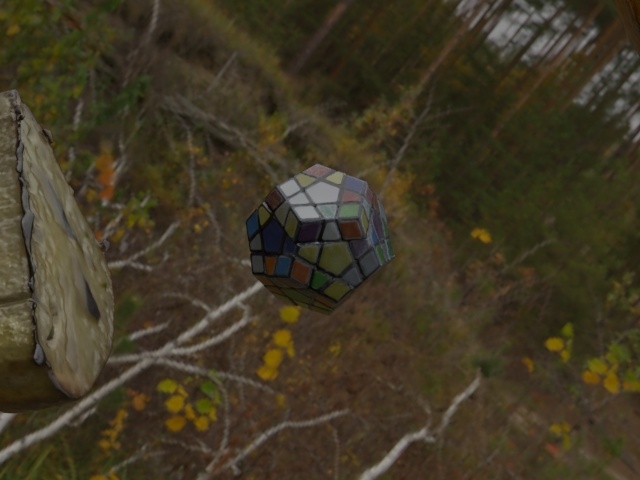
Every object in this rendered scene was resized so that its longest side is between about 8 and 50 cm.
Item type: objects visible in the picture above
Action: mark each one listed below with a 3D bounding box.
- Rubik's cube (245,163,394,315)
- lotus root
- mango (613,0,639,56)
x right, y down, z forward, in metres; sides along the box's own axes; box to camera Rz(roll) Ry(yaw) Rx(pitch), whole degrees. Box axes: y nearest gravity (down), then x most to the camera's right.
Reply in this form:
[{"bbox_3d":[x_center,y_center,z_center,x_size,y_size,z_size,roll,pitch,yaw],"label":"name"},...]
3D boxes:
[{"bbox_3d":[0.000,0.000,0.695,0.111,0.093,0.111,2,40,-2],"label":"Rubik's cube"},{"bbox_3d":[-0.237,0.022,0.800,0.170,0.074,0.260,56,20,-54],"label":"lotus root"},{"bbox_3d":[0.257,-0.053,0.371,0.359,0.187,0.144,46,-23,8],"label":"mango"}]
